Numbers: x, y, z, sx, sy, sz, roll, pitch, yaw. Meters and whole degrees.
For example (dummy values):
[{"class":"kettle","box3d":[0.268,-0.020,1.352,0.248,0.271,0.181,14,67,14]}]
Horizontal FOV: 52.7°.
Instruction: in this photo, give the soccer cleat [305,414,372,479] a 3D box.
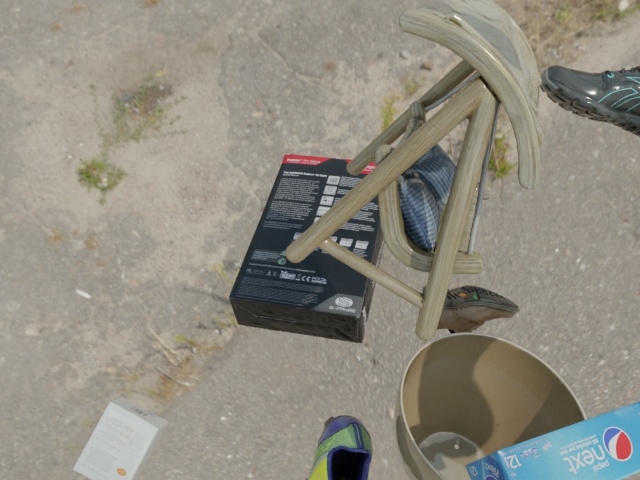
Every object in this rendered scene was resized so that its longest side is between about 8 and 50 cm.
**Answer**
[{"class":"soccer cleat","box3d":[0.017,0.428,1.052,0.094,0.121,0.289,10,103,-15]}]

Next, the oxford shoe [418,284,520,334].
[{"class":"oxford shoe","box3d":[0.283,0.140,1.248,0.227,0.083,0.096,4,107,-24]}]

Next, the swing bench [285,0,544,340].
[{"class":"swing bench","box3d":[0.118,-0.092,0.625,0.165,0.254,0.253,30,31,3]}]

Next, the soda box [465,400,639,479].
[{"class":"soda box","box3d":[0.268,0.235,0.689,0.210,0.071,0.067,-9,63,-23]}]

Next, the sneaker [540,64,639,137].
[{"class":"sneaker","box3d":[0.461,-0.219,0.970,0.267,0.101,0.106,20,101,-4]}]

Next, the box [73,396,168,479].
[{"class":"box","box3d":[-0.452,0.466,1.471,0.130,0.091,0.170,28,86,4]}]

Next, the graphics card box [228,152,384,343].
[{"class":"graphics card box","box3d":[0.000,0.000,1.196,0.233,0.094,0.370,7,50,12]}]

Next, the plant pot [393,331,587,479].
[{"class":"plant pot","box3d":[0.231,0.311,0.980,0.284,0.191,0.284,8,44,-8]}]
